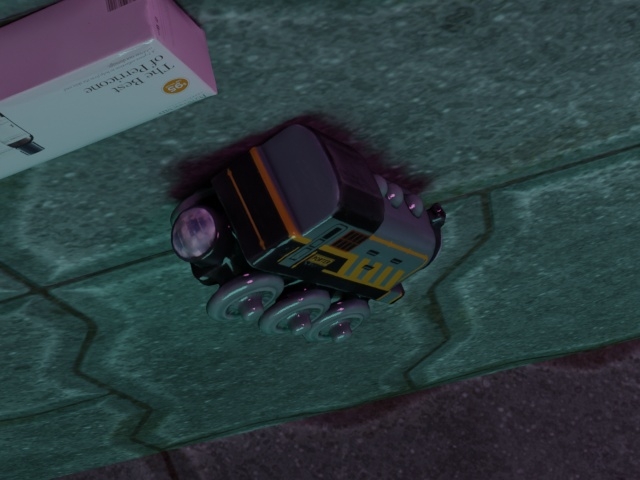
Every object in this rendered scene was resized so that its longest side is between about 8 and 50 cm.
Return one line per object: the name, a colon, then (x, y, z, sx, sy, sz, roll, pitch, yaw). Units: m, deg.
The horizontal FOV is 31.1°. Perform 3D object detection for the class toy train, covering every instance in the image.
toy train: (0.000, 0.000, 1.122, 0.190, 0.142, 0.334, -33, 155, 20)

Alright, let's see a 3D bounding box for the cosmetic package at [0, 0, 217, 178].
cosmetic package: (-0.201, -0.100, 0.802, 0.239, 0.060, 0.099, -20, 161, 15)
